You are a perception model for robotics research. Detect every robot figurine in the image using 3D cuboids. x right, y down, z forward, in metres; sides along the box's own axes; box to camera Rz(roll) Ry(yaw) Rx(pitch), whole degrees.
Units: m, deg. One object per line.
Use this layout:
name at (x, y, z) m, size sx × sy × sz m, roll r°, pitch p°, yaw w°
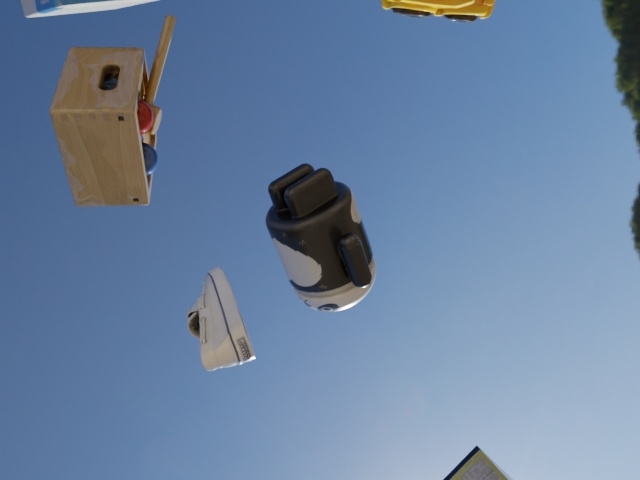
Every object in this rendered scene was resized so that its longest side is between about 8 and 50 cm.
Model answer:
robot figurine at (-0.001, 0.002, 1.197) m, size 0.209 × 0.173 × 0.278 m, roll -84°, pitch -23°, yaw -59°

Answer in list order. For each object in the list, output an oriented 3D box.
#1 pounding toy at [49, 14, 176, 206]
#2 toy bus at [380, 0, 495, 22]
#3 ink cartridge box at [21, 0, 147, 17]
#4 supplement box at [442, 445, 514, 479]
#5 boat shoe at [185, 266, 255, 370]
pounding toy at (-0.190, -0.128, 0.626) m, size 0.100 × 0.141 × 0.130 m, roll -1°, pitch -44°, yaw -7°
toy bus at (0.224, -0.470, 1.137) m, size 0.220 × 0.211 × 0.150 m, roll 7°, pitch -73°, yaw -2°
ink cartridge box at (-0.370, -0.538, 0.920) m, size 0.166 × 0.285 × 0.395 m, roll -17°, pitch -67°, yaw -28°
supplement box at (0.192, 0.283, 0.692) m, size 0.056 × 0.083 × 0.083 m, roll -45°, pitch -65°, yaw -1°
boat shoe at (-0.169, 0.117, 1.009) m, size 0.084 × 0.258 × 0.095 m, roll -20°, pitch -70°, yaw -9°
